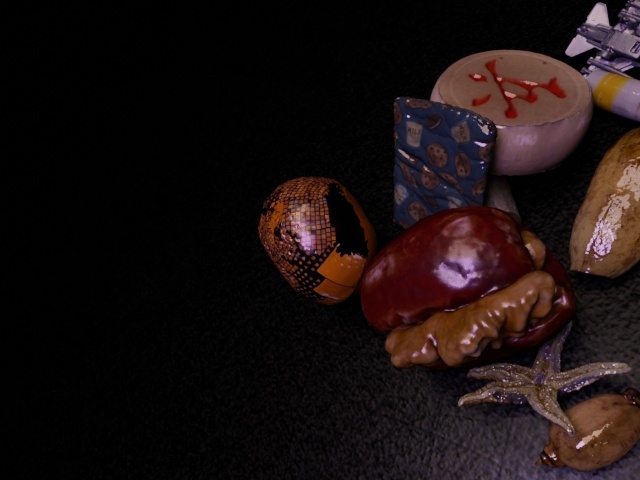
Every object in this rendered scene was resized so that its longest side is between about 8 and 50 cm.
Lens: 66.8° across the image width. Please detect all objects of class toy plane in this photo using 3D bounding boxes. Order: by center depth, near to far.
[{"bbox_3d":[0.507,-0.313,0.788,0.234,0.082,0.160,52,123,43],"label":"toy plane"}]

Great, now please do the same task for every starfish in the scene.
[{"bbox_3d":[0.283,0.186,0.623,0.208,0.053,0.176,-27,13,17],"label":"starfish"}]

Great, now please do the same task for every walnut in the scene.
[{"bbox_3d":[0.190,0.084,0.669,0.269,0.222,0.244,-36,23,32],"label":"walnut"}]

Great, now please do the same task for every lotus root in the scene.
[{"bbox_3d":[0.326,0.234,0.584,0.152,0.063,0.072,-35,37,9],"label":"lotus root"},{"bbox_3d":[0.432,-0.060,0.674,0.110,0.097,0.258,25,82,38],"label":"lotus root"}]

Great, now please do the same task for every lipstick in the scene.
[{"bbox_3d":[0.520,-0.191,0.717,0.059,0.059,0.264,-48,47,0],"label":"lipstick"}]

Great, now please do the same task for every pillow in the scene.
[{"bbox_3d":[0.186,-0.095,0.779,0.034,0.255,0.189,-24,40,-28],"label":"pillow"}]

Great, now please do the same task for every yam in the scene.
[{"bbox_3d":[0.280,-0.091,0.813,0.068,0.068,0.169,-19,52,23],"label":"yam"}]

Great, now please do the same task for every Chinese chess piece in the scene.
[{"bbox_3d":[0.303,-0.211,0.791,0.250,0.103,0.249,-4,47,4],"label":"Chinese chess piece"}]

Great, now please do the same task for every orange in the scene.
[{"bbox_3d":[0.000,0.000,0.835,0.182,0.234,0.234,-23,50,0],"label":"orange"}]
